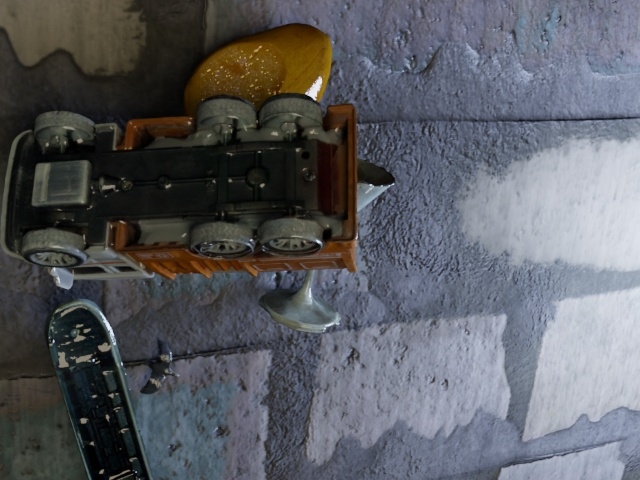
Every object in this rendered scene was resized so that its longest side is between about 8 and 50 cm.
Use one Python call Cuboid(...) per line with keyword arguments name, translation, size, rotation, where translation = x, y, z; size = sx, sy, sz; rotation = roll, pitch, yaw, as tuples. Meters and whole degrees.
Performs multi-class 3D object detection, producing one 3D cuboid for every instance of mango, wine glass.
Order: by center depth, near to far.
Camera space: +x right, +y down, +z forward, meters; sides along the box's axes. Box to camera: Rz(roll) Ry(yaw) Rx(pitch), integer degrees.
Cuboid(name="mango", translation=(-0.075, -0.193, 1.023), size=(0.217, 0.102, 0.141), rotation=(-41, 98, -8))
Cuboid(name="wine glass", translation=(0.000, 0.000, 1.113), size=(0.156, 0.156, 0.232), rotation=(6, 112, -27))

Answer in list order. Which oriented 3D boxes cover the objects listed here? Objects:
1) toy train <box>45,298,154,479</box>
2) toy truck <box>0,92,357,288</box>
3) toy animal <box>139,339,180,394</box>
Cuboid(name="toy train", translation=(-0.297, 0.244, 1.108), size=(0.086, 0.088, 0.407), rotation=(-17, 117, -20))
Cuboid(name="toy truck", translation=(-0.145, -0.039, 0.930), size=(0.387, 0.207, 0.173), rotation=(-2, 71, 7))
Cuboid(name="toy animal", translation=(-0.224, 0.184, 1.151), size=(0.050, 0.028, 0.084), rotation=(14, 102, -28))
